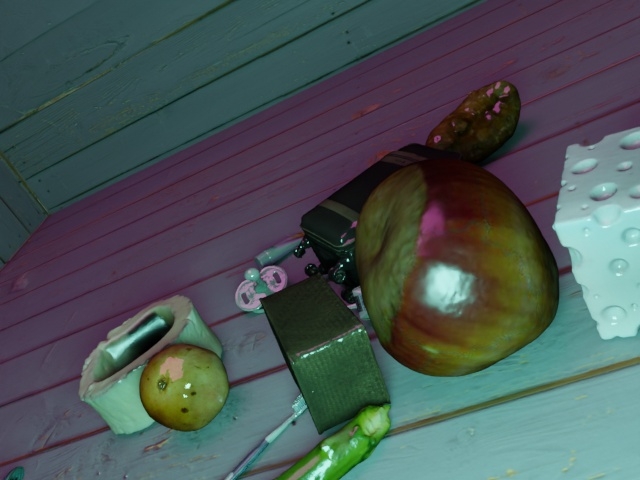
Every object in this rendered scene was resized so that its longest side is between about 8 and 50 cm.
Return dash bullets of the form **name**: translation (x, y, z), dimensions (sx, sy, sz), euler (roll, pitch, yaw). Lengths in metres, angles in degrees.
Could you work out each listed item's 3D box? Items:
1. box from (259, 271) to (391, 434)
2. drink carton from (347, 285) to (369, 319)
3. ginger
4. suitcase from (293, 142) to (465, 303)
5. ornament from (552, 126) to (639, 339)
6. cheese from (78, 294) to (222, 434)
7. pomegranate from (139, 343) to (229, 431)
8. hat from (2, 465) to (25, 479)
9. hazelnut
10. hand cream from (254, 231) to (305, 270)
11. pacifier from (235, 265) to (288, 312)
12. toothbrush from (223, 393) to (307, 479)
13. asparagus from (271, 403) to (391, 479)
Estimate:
- **box**: translation (0.002, 0.205, 1.339), dimensions (0.143, 0.184, 0.273), euler (-24, 25, -8)
- **drink carton**: translation (0.125, 0.122, 1.495), dimensions (0.200, 0.084, 0.074), euler (-19, -4, 25)
- **ginger**: translation (0.397, -0.282, 1.862), dimensions (0.321, 0.172, 0.165), euler (-41, 64, -19)
- **suitcase**: translation (0.153, -0.060, 1.677), dimensions (0.434, 0.194, 0.283), euler (-36, 25, -12)
- **ornament**: translation (0.529, -0.024, 1.116), dimensions (0.239, 0.240, 0.239), euler (-14, 30, 32)
- **cheese**: translation (-0.411, 0.294, 1.708), dimensions (0.332, 0.153, 0.292), euler (-37, 25, -15)
- **pomegranate**: translation (-0.284, 0.304, 1.499), dimensions (0.191, 0.191, 0.191), euler (-25, 25, 13)
- **hat**: translation (-0.715, 0.593, 1.595), dimensions (0.191, 0.078, 0.138), euler (-42, 11, 23)
- **hazelnut**: translation (0.227, 0.049, 1.246), dimensions (0.359, 0.359, 0.409), euler (-25, 24, 14)
- **hand cream**: translation (-0.105, 0.022, 2.001), dimensions (0.174, 0.047, 0.076), euler (-32, 22, -23)
- **pacifier**: translation (-0.156, 0.115, 1.799), dimensions (0.150, 0.117, 0.127), euler (-27, 50, 2)
- **toothbrush**: translation (-0.116, 0.392, 1.336), dimensions (0.288, 0.026, 0.024), euler (-43, 19, -23)
- **asparagus**: translation (-0.009, 0.384, 1.173), dimensions (0.343, 0.082, 0.085), euler (-35, -11, -10)
